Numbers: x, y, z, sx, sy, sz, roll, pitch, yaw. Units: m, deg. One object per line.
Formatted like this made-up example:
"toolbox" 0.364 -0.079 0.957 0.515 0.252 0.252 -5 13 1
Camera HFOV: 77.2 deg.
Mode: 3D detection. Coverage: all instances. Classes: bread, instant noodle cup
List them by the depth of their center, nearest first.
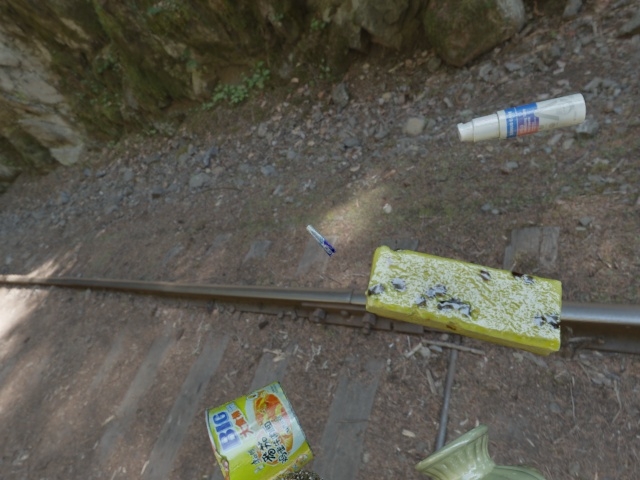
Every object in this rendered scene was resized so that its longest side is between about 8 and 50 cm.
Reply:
"instant noodle cup" -0.109 0.380 0.767 0.152 0.205 0.205 -24 38 -13
"bread" 0.268 0.110 0.785 0.360 0.077 0.138 12 71 12

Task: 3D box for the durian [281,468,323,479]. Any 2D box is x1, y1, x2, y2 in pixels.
"durian" -0.028 0.300 0.451 0.091 0.080 0.080 16 58 2

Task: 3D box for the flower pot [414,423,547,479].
"flower pot" 0.383 0.599 0.957 0.307 0.307 0.244 -35 61 8

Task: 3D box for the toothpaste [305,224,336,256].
"toothpaste" 0.000 0.000 0.877 0.024 0.083 0.015 -48 -8 36

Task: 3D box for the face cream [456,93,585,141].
"face cream" 0.226 -0.137 0.462 0.129 0.034 0.034 -7 50 20
